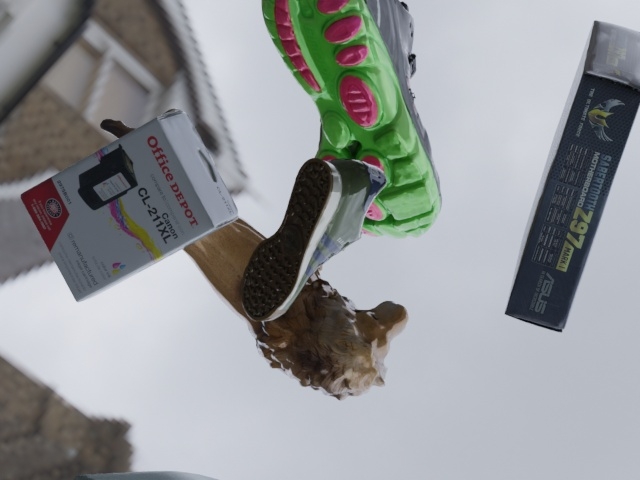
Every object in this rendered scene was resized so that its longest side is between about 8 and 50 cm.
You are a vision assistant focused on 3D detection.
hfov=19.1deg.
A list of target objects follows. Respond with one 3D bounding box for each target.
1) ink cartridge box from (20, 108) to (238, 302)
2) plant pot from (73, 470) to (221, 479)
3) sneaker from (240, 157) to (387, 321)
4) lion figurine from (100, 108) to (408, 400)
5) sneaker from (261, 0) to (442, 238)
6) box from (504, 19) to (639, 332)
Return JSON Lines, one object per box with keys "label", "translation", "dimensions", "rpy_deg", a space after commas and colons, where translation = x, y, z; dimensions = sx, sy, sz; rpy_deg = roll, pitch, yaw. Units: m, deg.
{"label": "ink cartridge box", "translation": [-0.191, -0.035, 1.901], "dimensions": [0.175, 0.127, 0.072], "rpy_deg": [-28, 180, 20]}
{"label": "plant pot", "translation": [-0.121, 0.399, 2.161], "dimensions": [0.247, 0.252, 0.247], "rpy_deg": [18, -74, 40]}
{"label": "sneaker", "translation": [0.000, 0.000, 1.751], "dimensions": [0.064, 0.086, 0.192], "rpy_deg": [54, -47, 31]}
{"label": "lion figurine", "translation": [-0.087, 0.013, 2.012], "dimensions": [0.142, 0.392, 0.240], "rpy_deg": [-51, -171, 9]}
{"label": "sneaker", "translation": [0.070, -0.194, 2.415], "dimensions": [0.185, 0.483, 0.202], "rpy_deg": [8, -134, 23]}
{"label": "box", "translation": [0.227, -0.060, 1.667], "dimensions": [0.183, 0.059, 0.232], "rpy_deg": [-60, 166, -67]}
